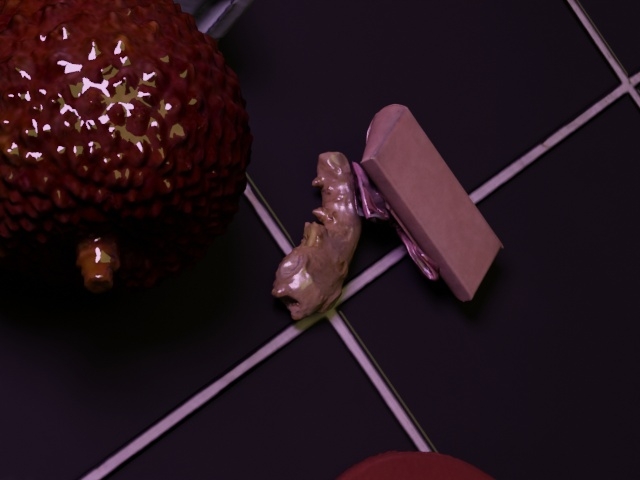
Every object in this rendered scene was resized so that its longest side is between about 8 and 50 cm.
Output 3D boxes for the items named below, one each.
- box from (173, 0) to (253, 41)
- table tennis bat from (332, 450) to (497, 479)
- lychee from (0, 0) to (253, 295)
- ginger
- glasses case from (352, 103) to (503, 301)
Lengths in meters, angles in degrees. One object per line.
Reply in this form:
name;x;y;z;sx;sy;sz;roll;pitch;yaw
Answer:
box;-0.223;-0.290;1.691;0.312;0.175;0.182;14;56;-26
table tennis bat;0.152;0.365;1.725;0.415;0.051;0.268;42;56;-8
lychee;-0.190;-0.085;1.563;0.276;0.276;0.304;14;52;-26
ginger;0.003;0.001;1.782;0.069;0.051;0.173;32;53;-23
glasses case;0.085;-0.021;1.815;0.193;0.070;0.102;53;50;-25
